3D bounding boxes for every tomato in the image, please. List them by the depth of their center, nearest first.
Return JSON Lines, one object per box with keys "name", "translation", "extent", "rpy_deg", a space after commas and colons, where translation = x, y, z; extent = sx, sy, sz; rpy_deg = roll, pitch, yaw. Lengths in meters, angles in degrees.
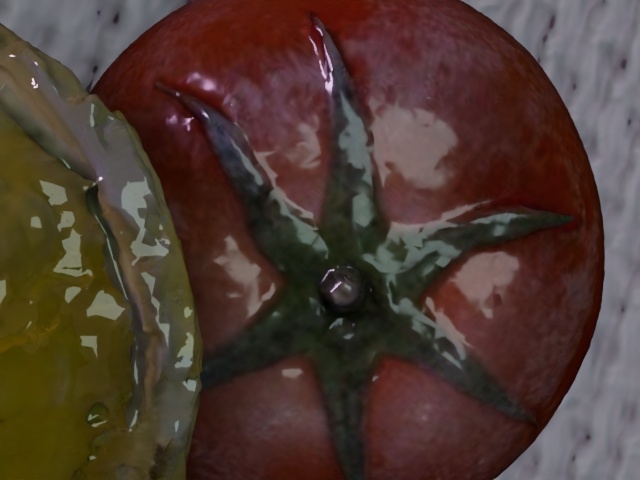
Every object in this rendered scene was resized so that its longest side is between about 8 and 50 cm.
{"name": "tomato", "translation": [0.000, 0.000, 0.668], "extent": [0.265, 0.265, 0.265], "rpy_deg": [4, 81, -24]}

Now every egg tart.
{"name": "egg tart", "translation": [-0.195, 0.048, 0.554], "extent": [0.120, 0.315, 0.315], "rpy_deg": [-22, 92, -66]}
